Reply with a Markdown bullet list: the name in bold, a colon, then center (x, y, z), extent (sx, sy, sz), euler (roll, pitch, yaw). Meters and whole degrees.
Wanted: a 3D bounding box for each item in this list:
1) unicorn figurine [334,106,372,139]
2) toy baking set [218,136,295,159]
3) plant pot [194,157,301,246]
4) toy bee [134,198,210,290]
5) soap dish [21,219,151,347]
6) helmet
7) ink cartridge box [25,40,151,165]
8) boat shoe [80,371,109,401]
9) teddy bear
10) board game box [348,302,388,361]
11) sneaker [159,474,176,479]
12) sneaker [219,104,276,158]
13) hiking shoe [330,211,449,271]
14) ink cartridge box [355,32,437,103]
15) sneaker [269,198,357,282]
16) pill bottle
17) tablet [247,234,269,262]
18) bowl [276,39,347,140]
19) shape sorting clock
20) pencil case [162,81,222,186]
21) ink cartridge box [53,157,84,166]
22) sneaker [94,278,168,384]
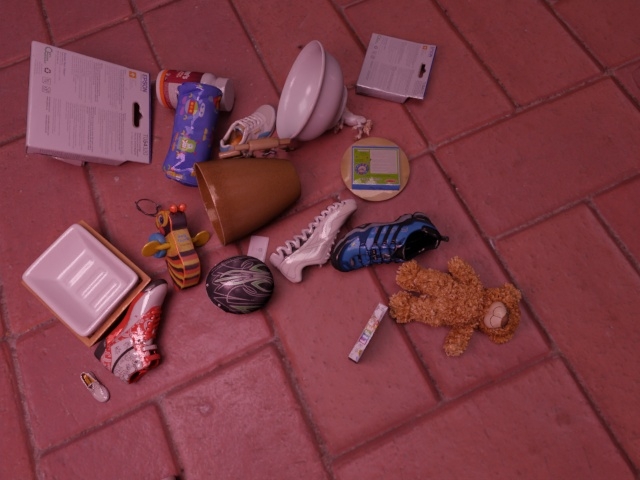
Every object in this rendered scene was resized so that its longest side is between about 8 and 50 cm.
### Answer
- **unicorn figurine**: center (0.088, -0.382, 1.323), extent (0.161, 0.060, 0.111), euler (27, 65, -3)
- **toy baking set**: center (-0.174, -0.265, 1.214), extent (0.256, 0.196, 0.030), euler (-14, 97, -22)
- **plant pot**: center (-0.190, -0.135, 1.176), extent (0.254, 0.237, 0.237), euler (-20, 70, -18)
- **toy bee**: center (-0.411, -0.018, 1.150), extent (0.298, 0.162, 0.195), euler (47, 40, -5)
- **soap dish**: center (-0.632, 0.116, 1.157), extent (0.290, 0.118, 0.229), euler (36, 77, 14)
- **helmet**: center (-0.209, 0.116, 1.107), extent (0.169, 0.161, 0.170), euler (-1, 71, 3)
- **ink cartridge box**: center (-0.698, -0.400, 1.288), extent (0.329, 0.071, 0.325), euler (5, 76, -38)
- **boat shoe**: center (-0.595, 0.384, 1.104), extent (0.035, 0.035, 0.100), euler (-42, 73, -11)
- **teddy bear**: center (0.347, 0.162, 1.085), extent (0.337, 0.113, 0.245), euler (31, 78, 13)
- **board game box**: center (0.121, 0.239, 1.075), extent (0.026, 0.103, 0.154), euler (29, 75, 13)
- **sneaker**: center (-0.468, 0.660, 0.963), extent (0.301, 0.108, 0.121), euler (-22, 67, -6)
- **sneaker**: center (-0.219, -0.341, 1.304), extent (0.087, 0.092, 0.229), euler (33, 75, 15)
- **hiking shoe**: center (0.174, 0.011, 1.120), extent (0.303, 0.132, 0.113), euler (-23, 116, -4)
- **ink cartridge box**: center (0.248, -0.559, 1.375), extent (0.223, 0.045, 0.224), euler (16, 73, 8)
- **sneaker**: center (0.000, 0.000, 1.173), extent (0.292, 0.110, 0.118), euler (-41, 81, -2)
- **pill bottle**: center (-0.397, -0.476, 1.345), extent (0.220, 0.121, 0.121), euler (7, 71, 6)
- **tablet**: center (-0.182, 0.027, 1.219), extent (0.054, 0.006, 0.084), euler (7, 72, 6)
- **bowl**: center (-0.012, -0.419, 1.253), extent (0.134, 0.297, 0.298), euler (14, 69, -28)
- **shape sorting clock**: center (0.163, -0.214, 1.262), extent (0.206, 0.040, 0.207), euler (0, 71, 0)
- **pencil case**: center (-0.379, -0.314, 1.236), extent (0.133, 0.119, 0.307), euler (11, 95, -14)
- **ink cartridge box**: center (-0.793, -0.364, 1.313), extent (0.158, 0.092, 0.218), euler (17, 71, -27)
- **sneaker**: center (-0.457, 0.245, 1.110), extent (0.145, 0.090, 0.270), euler (37, 86, 14)
